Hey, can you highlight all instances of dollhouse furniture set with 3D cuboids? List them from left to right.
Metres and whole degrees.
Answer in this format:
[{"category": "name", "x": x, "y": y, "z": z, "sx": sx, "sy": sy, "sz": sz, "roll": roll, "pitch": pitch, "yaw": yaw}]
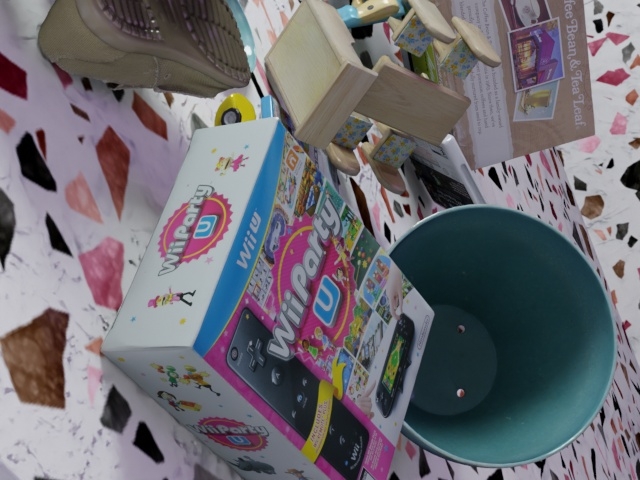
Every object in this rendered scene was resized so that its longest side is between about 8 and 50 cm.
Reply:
[{"category": "dollhouse furniture set", "x": 0.075, "y": -0.166, "z": 1.460, "sx": 0.242, "sy": 0.212, "sz": 0.161, "roll": 19, "pitch": 30, "yaw": -32}]

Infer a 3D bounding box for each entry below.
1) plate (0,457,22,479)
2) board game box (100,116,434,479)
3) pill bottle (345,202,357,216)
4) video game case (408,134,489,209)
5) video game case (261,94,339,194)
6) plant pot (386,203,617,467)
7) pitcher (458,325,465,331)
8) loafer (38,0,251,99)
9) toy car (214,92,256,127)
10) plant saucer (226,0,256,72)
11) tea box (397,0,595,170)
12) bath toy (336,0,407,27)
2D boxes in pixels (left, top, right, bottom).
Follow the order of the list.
[{"category": "plate", "x": -0.259, "y": 0.157, "z": 0.584, "sx": 0.278, "sy": 0.045, "sz": 0.277, "roll": 56, "pitch": 25, "yaw": -33}, {"category": "board game box", "x": -0.030, "y": 0.078, "z": 1.072, "sx": 0.303, "sy": 0.097, "sz": 0.224, "roll": 49, "pitch": 48, "yaw": -41}, {"category": "pill bottle", "x": 0.000, "y": 0.000, "z": 1.355, "sx": 0.065, "sy": 0.065, "sz": 0.116, "roll": 66, "pitch": 21, "yaw": -11}, {"category": "video game case", "x": 0.181, "y": -0.102, "z": 1.826, "sx": 0.173, "sy": 0.022, "sz": 0.190, "roll": 59, "pitch": -10, "yaw": -27}, {"category": "video game case", "x": -0.020, "y": -0.079, "z": 1.449, "sx": 0.166, "sy": 0.015, "sz": 0.119, "roll": 45, "pitch": 33, "yaw": -49}, {"category": "plant pot", "x": 0.168, "y": 0.123, "z": 1.439, "sx": 0.195, "sy": 0.290, "sz": 0.290, "roll": 130, "pitch": -54, "yaw": -72}, {"category": "pitcher", "x": 0.227, "y": 0.070, "z": 1.816, "sx": 0.178, "sy": 0.125, "sz": 0.207, "roll": -119, "pitch": -176, "yaw": -52}, {"category": "loafer", "x": -0.152, "y": -0.180, "z": 1.094, "sx": 0.268, "sy": 0.092, "sz": 0.102, "roll": 10, "pitch": 64, "yaw": -64}, {"category": "toy car", "x": -0.058, "y": 0.000, "z": 1.226, "sx": 0.225, "sy": 0.053, "sz": 0.239, "roll": 55, "pitch": 26, "yaw": -37}, {"category": "plant saucer", "x": -0.109, "y": -0.234, "z": 1.356, "sx": 0.119, "sy": 0.021, "sz": 0.119, "roll": 53, "pitch": 26, "yaw": -39}, {"category": "tea box", "x": 0.241, "y": -0.336, "z": 1.837, "sx": 0.324, "sy": 0.219, "sz": 0.329, "roll": -111, "pitch": -174, "yaw": -55}, {"category": "bath toy", "x": 0.021, "y": -0.476, "z": 1.777, "sx": 0.151, "sy": 0.129, "sz": 0.348, "roll": -24, "pitch": -97, "yaw": 66}]
